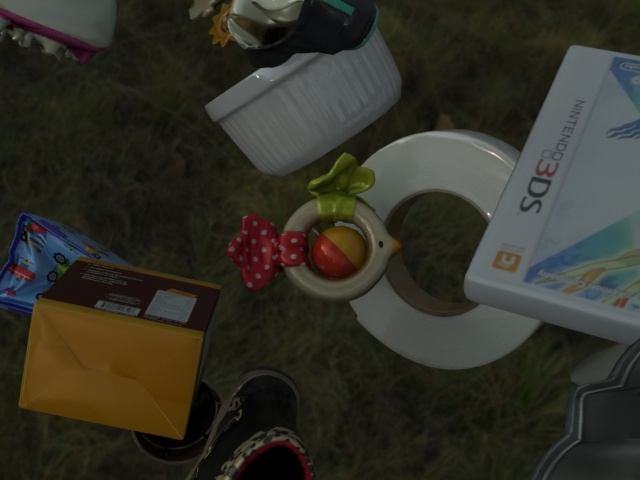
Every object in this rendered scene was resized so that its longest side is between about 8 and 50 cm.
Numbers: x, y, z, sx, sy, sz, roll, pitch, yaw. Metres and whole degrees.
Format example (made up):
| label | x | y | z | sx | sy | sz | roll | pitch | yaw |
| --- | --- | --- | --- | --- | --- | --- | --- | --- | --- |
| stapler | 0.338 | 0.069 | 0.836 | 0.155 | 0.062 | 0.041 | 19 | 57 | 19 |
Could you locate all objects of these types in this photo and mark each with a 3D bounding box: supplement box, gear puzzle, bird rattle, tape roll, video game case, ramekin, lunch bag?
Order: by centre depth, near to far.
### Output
| label | x | y | z | sx | sy | sz | roll | pitch | yaw |
| --- | --- | --- | --- | --- | --- | --- | --- | --- | --- |
| video game case | 0.320 | -0.030 | 0.752 | 0.329 | 0.036 | 0.300 | 15 | 55 | 22 |
| ramekin | -0.010 | -0.156 | 1.003 | 0.109 | 0.207 | 0.207 | 56 | 35 | -10 |
| supplement box | -0.233 | 0.122 | 1.127 | 0.191 | 0.129 | 0.194 | 12 | 15 | -2 |
| lunch bag | -0.293 | 0.082 | 1.359 | 0.293 | 0.138 | 0.221 | 21 | -5 | 1 |
| bird rattle | 0.000 | 0.000 | 1.383 | 0.253 | 0.143 | 0.207 | -41 | 72 | -20 |
| tape roll | 0.202 | 0.015 | 1.513 | 0.392 | 0.392 | 0.072 | 42 | 27 | 16 |
| gear puzzle | -0.151 | -0.451 | 1.553 | 0.044 | 0.175 | 0.339 | 28 | 40 | -45 |

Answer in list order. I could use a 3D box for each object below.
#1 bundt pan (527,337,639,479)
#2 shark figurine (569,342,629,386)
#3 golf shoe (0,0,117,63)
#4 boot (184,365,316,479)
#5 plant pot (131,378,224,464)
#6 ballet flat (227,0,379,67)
| label | x | y | z | sx | sy | sz | roll | pitch | yaw |
| --- | --- | --- | --- | --- | --- | --- | --- | --- | --- |
| bundt pan | 0.267 | 0.178 | 0.443 | 0.331 | 0.124 | 0.331 | 5 | 69 | -12 |
| shark figurine | 0.366 | 0.076 | 0.914 | 0.116 | 0.278 | 0.166 | 58 | 14 | -8 |
| golf shoe | -0.208 | -0.193 | 0.402 | 0.306 | 0.140 | 0.115 | 23 | 3 | -43 |
| boot | -0.109 | 0.365 | 1.187 | 0.138 | 0.377 | 0.284 | 23 | 1 | -10 |
| plant pot | -0.265 | 0.293 | 1.692 | 0.167 | 0.167 | 0.165 | 16 | 8 | -18 |
| ballet flat | -0.030 | -0.180 | 0.743 | 0.074 | 0.074 | 0.203 | 6 | 4 | -29 |
